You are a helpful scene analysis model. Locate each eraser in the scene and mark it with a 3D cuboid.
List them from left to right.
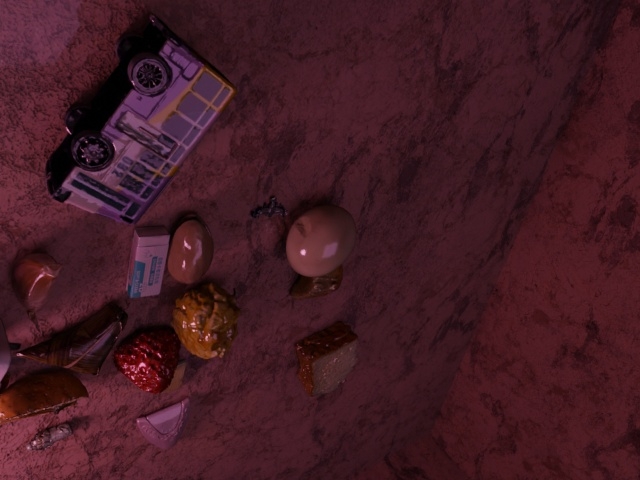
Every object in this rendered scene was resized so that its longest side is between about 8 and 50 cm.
[{"bbox_3d":[-0.507,0.066,1.654,0.095,0.052,0.225,-5,128,-35],"label":"eraser"},{"bbox_3d":[-0.588,0.728,2.171,0.204,0.059,0.244,-19,131,-28],"label":"eraser"}]

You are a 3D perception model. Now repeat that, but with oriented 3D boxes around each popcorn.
[{"bbox_3d":[-0.358,0.255,1.827,0.225,0.249,0.250,-32,143,-42],"label":"popcorn"}]

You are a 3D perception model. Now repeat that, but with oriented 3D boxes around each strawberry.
[{"bbox_3d":[-0.538,0.411,1.845,0.233,0.178,0.234,-25,144,-20],"label":"strawberry"}]

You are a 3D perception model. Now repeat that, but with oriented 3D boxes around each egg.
[{"bbox_3d":[0.000,0.000,1.906,0.269,0.219,0.219,-44,141,-1],"label":"egg"}]

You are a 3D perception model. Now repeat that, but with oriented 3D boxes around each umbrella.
[{"bbox_3d":[-0.887,0.644,1.843,0.143,0.062,0.067,-24,168,-25],"label":"umbrella"}]

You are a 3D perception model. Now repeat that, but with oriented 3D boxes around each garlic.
[{"bbox_3d":[-0.731,0.122,1.447,0.090,0.128,0.198,-3,125,-59],"label":"garlic"}]

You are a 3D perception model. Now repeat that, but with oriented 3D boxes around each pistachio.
[{"bbox_3d":[-0.386,0.029,1.678,0.135,0.136,0.226,-8,123,-37],"label":"pistachio"}]

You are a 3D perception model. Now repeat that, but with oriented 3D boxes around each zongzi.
[{"bbox_3d":[-0.701,0.265,1.628,0.241,0.111,0.248,27,100,-43],"label":"zongzi"}]

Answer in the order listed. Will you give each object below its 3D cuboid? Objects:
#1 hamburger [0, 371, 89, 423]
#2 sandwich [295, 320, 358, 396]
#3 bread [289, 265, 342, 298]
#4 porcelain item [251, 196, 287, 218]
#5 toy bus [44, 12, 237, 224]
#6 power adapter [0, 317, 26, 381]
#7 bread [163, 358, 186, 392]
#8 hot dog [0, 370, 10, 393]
[{"bbox_3d":[-0.829,0.460,1.667,0.261,0.131,0.124,-3,161,-46],"label":"hamburger"},{"bbox_3d":[0.028,0.533,2.483,0.262,0.131,0.326,-24,135,-25],"label":"sandwich"},{"bbox_3d":[0.006,0.141,2.106,0.174,0.133,0.252,2,124,-40],"label":"bread"},{"bbox_3d":[-0.159,-0.109,1.825,0.136,0.021,0.075,-5,127,-39],"label":"porcelain item"},{"bbox_3d":[-0.415,-0.259,1.295,0.249,0.209,0.440,33,101,-41],"label":"toy bus"},{"bbox_3d":[-0.876,0.276,1.414,0.255,0.187,0.124,22,109,-50],"label":"power adapter"},{"bbox_3d":[-0.543,0.488,2.000,0.112,0.036,0.193,-16,145,-34],"label":"bread"},{"bbox_3d":[-0.989,0.413,1.524,0.270,0.082,0.163,-29,137,-17],"label":"hot dog"}]
